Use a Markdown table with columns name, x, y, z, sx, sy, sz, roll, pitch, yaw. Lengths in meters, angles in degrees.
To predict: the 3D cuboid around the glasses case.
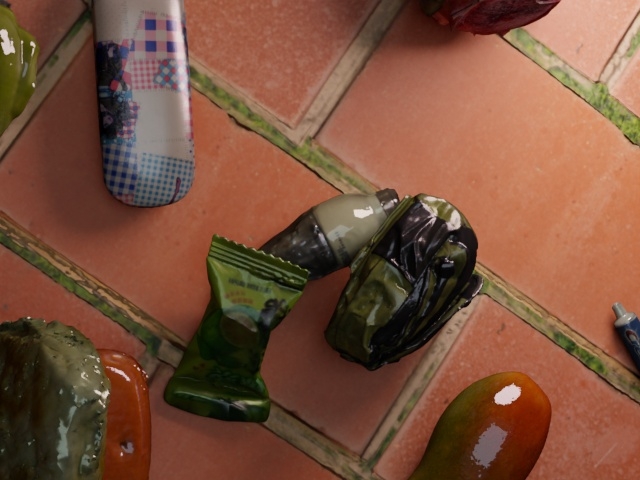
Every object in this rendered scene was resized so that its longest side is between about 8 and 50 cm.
| name | x | y | z | sx | sy | sz | roll | pitch | yaw |
| --- | --- | --- | --- | --- | --- | --- | --- | --- | --- |
| glasses case | -0.237 | -0.207 | 1.781 | 0.125 | 0.076 | 0.328 | -4 | 88 | -13 |

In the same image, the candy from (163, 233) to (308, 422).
| name | x | y | z | sx | sy | sz | roll | pitch | yaw |
| --- | --- | --- | --- | --- | --- | --- | --- | --- | --- |
| candy | -0.110 | 0.124 | 1.793 | 0.149 | 0.069 | 0.246 | 15 | 109 | -10 |

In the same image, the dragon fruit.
| name | x | y | z | sx | sy | sz | roll | pitch | yaw |
| --- | --- | --- | --- | --- | --- | --- | --- | --- | --- |
| dragon fruit | 0.234 | -0.443 | 1.841 | 0.269 | 0.250 | 0.291 | -6 | 73 | -20 |

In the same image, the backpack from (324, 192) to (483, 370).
| name | x | y | z | sx | sy | sz | roll | pitch | yaw |
| --- | --- | --- | --- | --- | --- | --- | --- | --- | --- |
| backpack | 0.116 | 0.067 | 1.795 | 0.140 | 0.207 | 0.253 | 37 | 88 | 20 |

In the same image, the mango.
| name | x | y | z | sx | sy | sz | roll | pitch | yaw |
| --- | --- | --- | --- | --- | --- | --- | --- | --- | --- |
| mango | 0.212 | 0.310 | 1.846 | 0.146 | 0.129 | 0.289 | 33 | 88 | -12 |

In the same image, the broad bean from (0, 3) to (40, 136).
| name | x | y | z | sx | sy | sz | roll | pitch | yaw |
| --- | --- | --- | --- | --- | --- | --- | --- | --- | --- |
| broad bean | -0.504 | -0.204 | 1.692 | 0.291 | 0.119 | 0.238 | -35 | 105 | -11 |

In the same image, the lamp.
| name | x | y | z | sx | sy | sz | roll | pitch | yaw |
| --- | --- | --- | --- | --- | --- | --- | --- | --- | --- |
| lamp | 0.000 | 0.000 | 1.819 | 0.250 | 0.101 | 0.101 | -26 | 94 | -1 |

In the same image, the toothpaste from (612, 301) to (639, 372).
| name | x | y | z | sx | sy | sz | roll | pitch | yaw |
| --- | --- | --- | --- | --- | --- | --- | --- | --- | --- |
| toothpaste | 0.487 | 0.176 | 1.971 | 0.057 | 0.035 | 0.197 | -32 | 97 | 2 |

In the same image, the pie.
| name | x | y | z | sx | sy | sz | roll | pitch | yaw |
| --- | --- | --- | --- | --- | --- | --- | --- | --- | --- |
| pie | -0.378 | 0.288 | 1.541 | 0.180 | 0.418 | 0.395 | 0 | 86 | -42 |

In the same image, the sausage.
| name | x | y | z | sx | sy | sz | roll | pitch | yaw |
| --- | --- | --- | --- | --- | --- | --- | --- | --- | --- |
| sausage | -0.294 | 0.272 | 1.700 | 0.153 | 0.141 | 0.268 | 3 | 86 | -29 |
